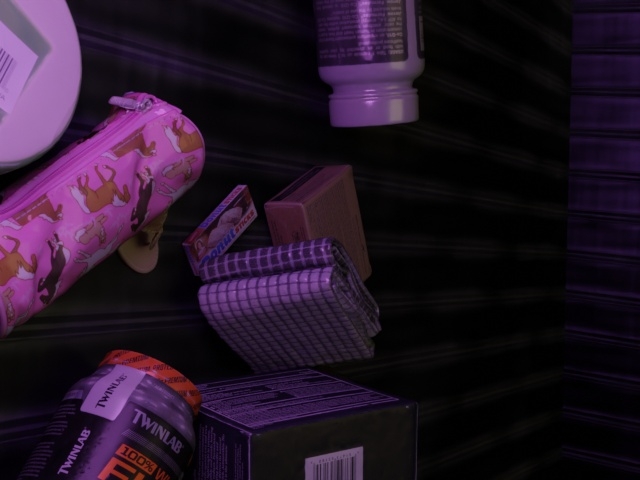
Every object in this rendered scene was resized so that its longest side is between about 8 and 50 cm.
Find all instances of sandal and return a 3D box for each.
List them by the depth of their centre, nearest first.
[{"bbox_3d":[-0.257,-0.057,1.402,0.088,0.079,0.240,-40,125,-50],"label":"sandal"}]

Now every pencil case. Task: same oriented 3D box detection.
[{"bbox_3d":[-0.314,-0.039,1.202,0.386,0.160,0.167,-46,118,-37],"label":"pencil case"}]

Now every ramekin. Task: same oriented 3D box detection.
[{"bbox_3d":[-0.405,-0.202,1.055,0.303,0.148,0.304,11,77,-56],"label":"ramekin"}]

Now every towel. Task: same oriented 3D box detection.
[{"bbox_3d":[-0.042,0.105,1.593,0.284,0.234,0.121,56,28,-55],"label":"towel"}]

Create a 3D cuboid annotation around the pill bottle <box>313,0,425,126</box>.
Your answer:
[{"bbox_3d":[0.091,-0.400,1.821,0.204,0.204,0.361,-19,108,-56],"label":"pill bottle"}]

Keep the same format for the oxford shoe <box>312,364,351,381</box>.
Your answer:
[{"bbox_3d":[0.054,0.315,1.917,0.227,0.082,0.096,53,22,-39],"label":"oxford shoe"}]

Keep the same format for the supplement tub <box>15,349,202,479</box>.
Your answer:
[{"bbox_3d":[-0.288,0.315,1.271,0.194,0.193,0.316,58,45,-42],"label":"supplement tub"}]

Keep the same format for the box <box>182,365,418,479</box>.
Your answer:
[{"bbox_3d":[-0.055,0.318,1.473,0.296,0.294,0.183,-3,97,-34],"label":"box"}]

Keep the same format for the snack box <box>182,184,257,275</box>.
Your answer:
[{"bbox_3d":[-0.164,-0.019,1.608,0.178,0.022,0.064,-52,136,-43],"label":"snack box"}]

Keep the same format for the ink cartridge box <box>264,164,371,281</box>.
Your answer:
[{"bbox_3d":[0.000,0.000,1.814,0.193,0.088,0.235,-41,125,-51],"label":"ink cartridge box"}]
